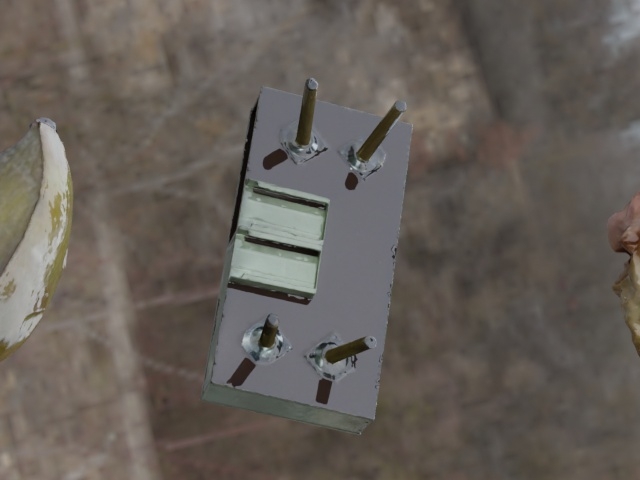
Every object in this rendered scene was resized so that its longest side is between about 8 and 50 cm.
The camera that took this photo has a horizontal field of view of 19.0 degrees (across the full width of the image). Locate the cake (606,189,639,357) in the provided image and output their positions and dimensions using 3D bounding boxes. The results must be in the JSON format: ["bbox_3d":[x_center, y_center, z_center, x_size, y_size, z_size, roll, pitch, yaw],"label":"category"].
[{"bbox_3d":[0.421,0.009,1.535,0.293,0.307,0.314,51,22,24],"label":"cake"}]

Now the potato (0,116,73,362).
[{"bbox_3d":[-0.223,0.058,1.071,0.100,0.261,0.120,55,-2,39],"label":"potato"}]

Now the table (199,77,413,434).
[{"bbox_3d":[0.000,0.000,1.372,0.111,0.121,0.240,122,-22,-63],"label":"table"}]
